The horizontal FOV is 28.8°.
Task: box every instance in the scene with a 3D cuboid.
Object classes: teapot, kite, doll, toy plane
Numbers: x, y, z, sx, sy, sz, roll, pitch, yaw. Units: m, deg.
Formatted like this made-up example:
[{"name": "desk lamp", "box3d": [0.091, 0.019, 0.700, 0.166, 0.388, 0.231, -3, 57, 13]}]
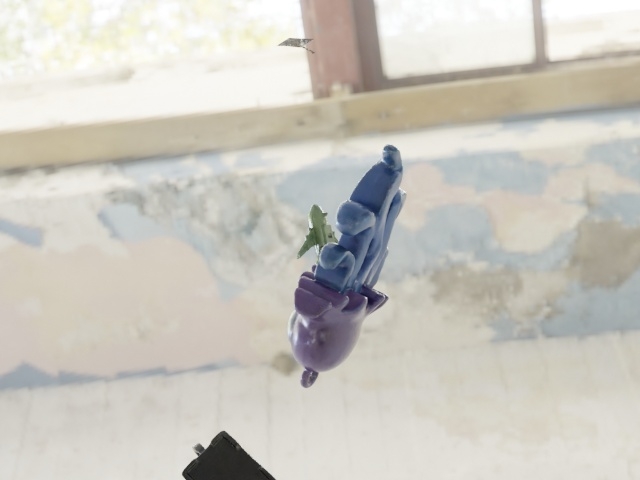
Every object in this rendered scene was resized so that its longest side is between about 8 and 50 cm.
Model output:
[{"name": "teapot", "box3d": [-0.112, 0.341, 1.718, 0.177, 0.096, 0.087, 38, -102, 29]}, {"name": "kite", "box3d": [-0.019, -0.236, 1.500, 0.044, 0.002, 0.078, -26, -148, -37]}, {"name": "doll", "box3d": [0.023, 0.022, 0.976, 0.067, 0.206, 0.110, 26, -170, 25]}, {"name": "toy plane", "box3d": [0.002, 0.000, 1.400, 0.033, 0.083, 0.080, -5, -178, 40]}]
